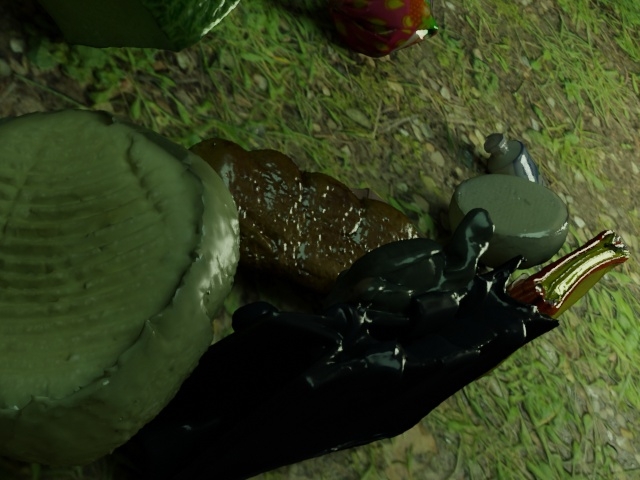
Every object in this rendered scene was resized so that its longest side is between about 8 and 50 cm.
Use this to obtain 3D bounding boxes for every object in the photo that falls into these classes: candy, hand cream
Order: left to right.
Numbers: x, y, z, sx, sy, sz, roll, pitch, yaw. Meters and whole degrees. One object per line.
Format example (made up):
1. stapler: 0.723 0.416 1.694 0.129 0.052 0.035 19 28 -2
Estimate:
1. candy: -0.026 -0.293 1.451 0.365 0.124 0.124 9 53 -35
2. hand cream: 0.253 -0.078 1.621 0.142 0.053 0.084 45 34 -28

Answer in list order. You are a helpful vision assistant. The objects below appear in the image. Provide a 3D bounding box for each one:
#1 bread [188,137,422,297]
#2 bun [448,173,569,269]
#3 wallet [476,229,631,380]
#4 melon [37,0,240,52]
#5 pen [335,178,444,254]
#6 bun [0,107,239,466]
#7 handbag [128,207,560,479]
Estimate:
1. bread: 0.002 0.000 1.238 0.344 0.084 0.124 21 68 -37
2. bun: 0.207 -0.007 1.469 0.138 0.094 0.138 7 32 -4
3. wallet: 0.235 0.058 1.399 0.067 0.141 0.241 52 34 9
4. melon: -0.181 -0.349 1.231 0.331 0.226 0.343 32 56 0
5. pen: 0.072 -0.008 1.367 0.197 0.032 0.053 39 38 -22
6. bun: -0.177 0.040 0.896 0.152 0.259 0.259 64 11 -59
7. handbag: 0.022 0.090 1.018 0.326 0.269 0.118 -10 68 -51
